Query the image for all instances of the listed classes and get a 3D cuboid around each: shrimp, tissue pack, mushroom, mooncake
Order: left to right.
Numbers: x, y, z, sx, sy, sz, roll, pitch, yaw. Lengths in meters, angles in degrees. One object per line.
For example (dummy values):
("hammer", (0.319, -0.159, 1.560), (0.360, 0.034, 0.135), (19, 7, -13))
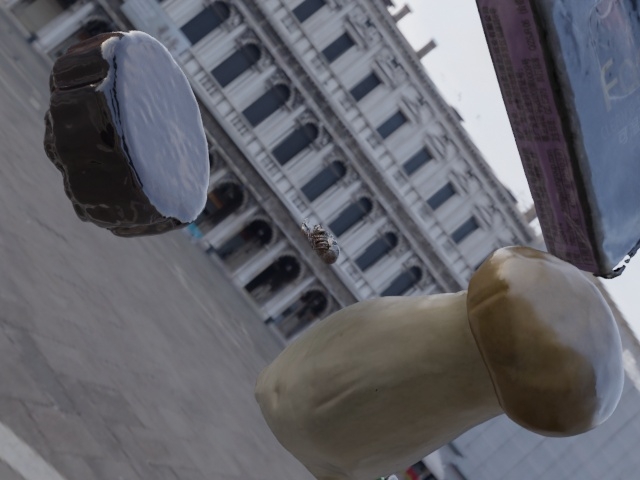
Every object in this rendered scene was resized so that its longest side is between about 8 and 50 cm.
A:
("mooncake", (-0.268, -0.142, 1.051), (0.283, 0.141, 0.283), (-12, 90, -75))
("shrimp", (-0.003, -0.003, 0.889), (0.038, 0.029, 0.092), (37, 7, -25))
("mushroom", (0.049, 0.102, 0.532), (0.128, 0.128, 0.350), (51, -39, -6))
("tissue pack", (0.321, -0.175, 0.881), (0.122, 0.259, 0.361), (11, -50, 49))

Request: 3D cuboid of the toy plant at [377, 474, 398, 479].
("toy plant", (0.068, 0.495, 1.348), (0.235, 0.218, 0.175), (29, -10, 14))
